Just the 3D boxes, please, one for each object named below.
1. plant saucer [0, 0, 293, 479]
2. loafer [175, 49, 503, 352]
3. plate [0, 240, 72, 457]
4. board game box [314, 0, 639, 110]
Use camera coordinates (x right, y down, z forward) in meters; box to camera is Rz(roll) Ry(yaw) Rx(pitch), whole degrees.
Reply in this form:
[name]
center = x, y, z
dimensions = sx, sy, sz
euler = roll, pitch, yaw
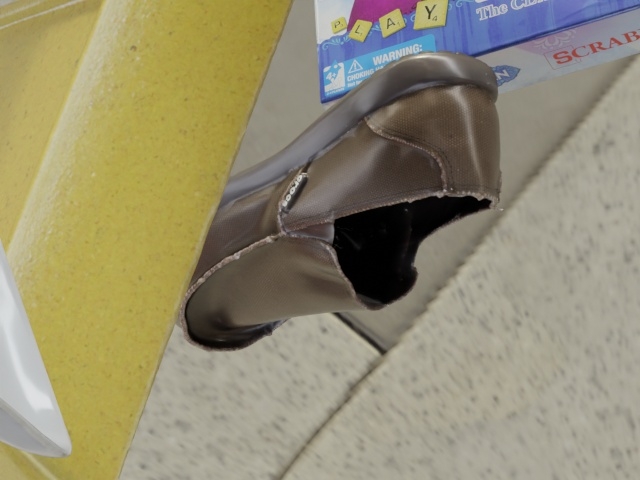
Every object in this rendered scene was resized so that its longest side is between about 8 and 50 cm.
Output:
[plant saucer]
center = -0.174, -0.019, 1.012
dimensions = 0.333, 0.081, 0.333
euler = -6, 60, 55
[loafer]
center = 0.000, 0.000, 1.371
dimensions = 0.366, 0.134, 0.130
euler = -41, 53, 41
[plate]
center = -0.194, -0.061, 0.669
dimensions = 0.045, 0.277, 0.278
euler = -25, 68, 1
[board game box]
center = 0.145, -0.271, 1.486
dimensions = 0.318, 0.066, 0.318
euler = -16, 58, 19
